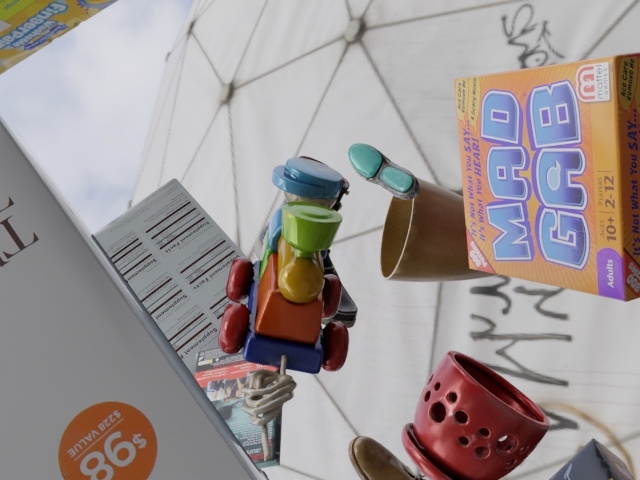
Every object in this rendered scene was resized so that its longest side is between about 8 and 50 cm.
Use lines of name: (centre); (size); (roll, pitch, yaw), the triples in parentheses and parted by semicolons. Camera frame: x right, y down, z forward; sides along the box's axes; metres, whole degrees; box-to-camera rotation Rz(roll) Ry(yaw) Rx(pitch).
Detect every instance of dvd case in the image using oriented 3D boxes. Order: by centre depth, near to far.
dvd case: (-0.073, 0.142, 0.628); (0.013, 0.087, 0.119); (59, -157, -44)

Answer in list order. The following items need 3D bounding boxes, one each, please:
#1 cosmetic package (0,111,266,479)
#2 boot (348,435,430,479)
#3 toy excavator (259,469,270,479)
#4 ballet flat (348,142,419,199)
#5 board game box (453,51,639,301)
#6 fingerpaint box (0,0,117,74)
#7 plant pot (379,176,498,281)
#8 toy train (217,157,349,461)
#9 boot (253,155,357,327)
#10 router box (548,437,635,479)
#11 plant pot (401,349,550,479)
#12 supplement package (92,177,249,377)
cosmetic package: (-0.246, 0.146, 0.367); (0.377, 0.097, 0.284); (-36, -100, -12)
boot: (0.192, 0.506, 1.500); (0.305, 0.115, 0.112); (43, -139, 9)
toy excavator: (-0.243, 0.502, 1.167); (0.222, 0.433, 0.445); (-25, -49, 7)
ballet flat: (0.079, -0.082, 0.891); (0.041, 0.114, 0.041); (-27, -43, -28)
board game box: (0.493, -0.132, 1.248); (0.356, 0.356, 0.356); (-12, -78, -27)
fingerpaint box: (-0.601, -0.496, 1.289); (0.371, 0.445, 0.163); (9, -115, -60)
plant pot: (0.285, -0.006, 1.600); (0.254, 0.237, 0.237); (11, -100, -8)
toy train: (-0.018, 0.035, 0.569); (0.105, 0.248, 0.143); (11, -67, -8)
boot: (-0.002, -0.001, 1.074); (0.085, 0.236, 0.178); (3, -59, -42)
router box: (0.408, 0.512, 1.198); (0.081, 0.243, 0.309); (38, -76, -8)
plant pot: (0.231, 0.294, 1.139); (0.191, 0.191, 0.174); (31, -80, -30)
supplement package: (-0.149, 0.078, 0.847); (0.149, 0.194, 0.203); (-38, -111, -15)
